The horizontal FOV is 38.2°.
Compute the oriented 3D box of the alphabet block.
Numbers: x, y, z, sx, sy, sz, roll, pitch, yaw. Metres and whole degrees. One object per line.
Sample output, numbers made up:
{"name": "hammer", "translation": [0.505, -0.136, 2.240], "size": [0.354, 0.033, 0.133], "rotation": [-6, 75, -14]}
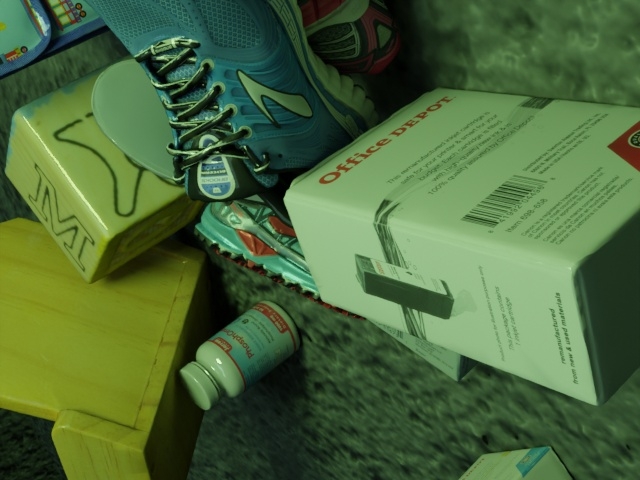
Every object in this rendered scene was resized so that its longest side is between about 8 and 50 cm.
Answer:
{"name": "alphabet block", "translation": [-0.273, -0.091, 1.210], "size": [0.197, 0.192, 0.193], "rotation": [53, 152, 4]}

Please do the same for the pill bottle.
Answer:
{"name": "pill bottle", "translation": [-0.111, 0.158, 1.258], "size": [0.087, 0.160, 0.087], "rotation": [35, 145, 29]}

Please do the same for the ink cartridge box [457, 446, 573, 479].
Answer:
{"name": "ink cartridge box", "translation": [0.207, 0.293, 1.014], "size": [0.090, 0.092, 0.143], "rotation": [54, 152, -1]}

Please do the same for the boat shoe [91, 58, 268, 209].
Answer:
{"name": "boat shoe", "translation": [-0.074, -0.087, 0.909], "size": [0.306, 0.113, 0.105], "rotation": [13, 169, -14]}

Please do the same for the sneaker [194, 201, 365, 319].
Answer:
{"name": "sneaker", "translation": [0.000, 0.000, 0.995], "size": [0.262, 0.125, 0.104], "rotation": [26, 178, 3]}

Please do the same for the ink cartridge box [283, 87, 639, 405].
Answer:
{"name": "ink cartridge box", "translation": [0.138, -0.016, 0.690], "size": [0.273, 0.197, 0.114], "rotation": [18, 135, 47]}

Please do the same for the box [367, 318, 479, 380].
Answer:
{"name": "box", "translation": [0.119, 0.035, 0.827], "size": [0.126, 0.137, 0.072], "rotation": [33, 144, 32]}

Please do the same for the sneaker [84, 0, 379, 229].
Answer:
{"name": "sneaker", "translation": [-0.068, -0.111, 0.717], "size": [0.130, 0.147, 0.330], "rotation": [-1, 153, 38]}

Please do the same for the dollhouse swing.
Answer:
{"name": "dollhouse swing", "translation": [-0.336, 0.181, 1.303], "size": [0.305, 0.346, 0.315], "rotation": [5, 135, 5]}

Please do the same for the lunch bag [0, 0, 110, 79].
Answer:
{"name": "lunch bag", "translation": [-0.373, -0.299, 1.031], "size": [0.138, 0.293, 0.221], "rotation": [-6, 116, 57]}

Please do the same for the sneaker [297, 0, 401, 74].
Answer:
{"name": "sneaker", "translation": [-0.050, -0.195, 0.866], "size": [0.112, 0.120, 0.299], "rotation": [40, 168, -33]}
